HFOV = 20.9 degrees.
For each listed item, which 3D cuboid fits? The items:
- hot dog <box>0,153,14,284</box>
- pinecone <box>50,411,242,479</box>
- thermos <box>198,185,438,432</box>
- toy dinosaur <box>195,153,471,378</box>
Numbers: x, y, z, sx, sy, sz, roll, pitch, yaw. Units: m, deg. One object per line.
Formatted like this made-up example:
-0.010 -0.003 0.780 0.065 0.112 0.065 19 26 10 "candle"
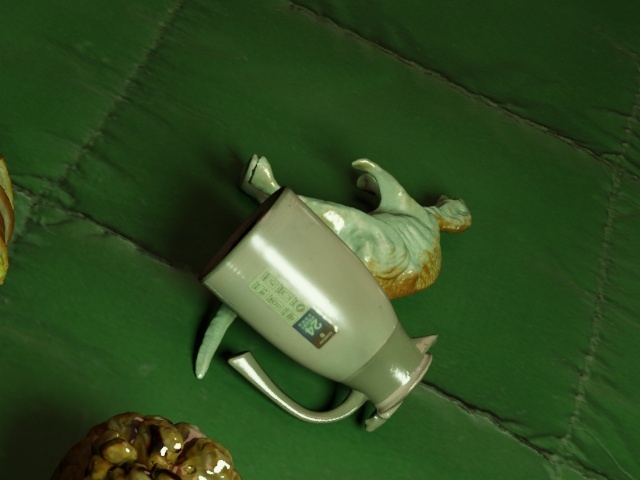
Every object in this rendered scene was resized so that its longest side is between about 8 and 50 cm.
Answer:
-0.298 0.001 1.334 0.123 0.093 0.261 12 23 -7 "hot dog"
-0.119 0.203 1.141 0.150 0.179 0.195 33 9 -16 "pinecone"
-0.006 0.070 1.407 0.193 0.137 0.105 43 -2 -8 "thermos"
0.000 0.000 1.538 0.205 0.092 0.393 37 35 4 "toy dinosaur"
